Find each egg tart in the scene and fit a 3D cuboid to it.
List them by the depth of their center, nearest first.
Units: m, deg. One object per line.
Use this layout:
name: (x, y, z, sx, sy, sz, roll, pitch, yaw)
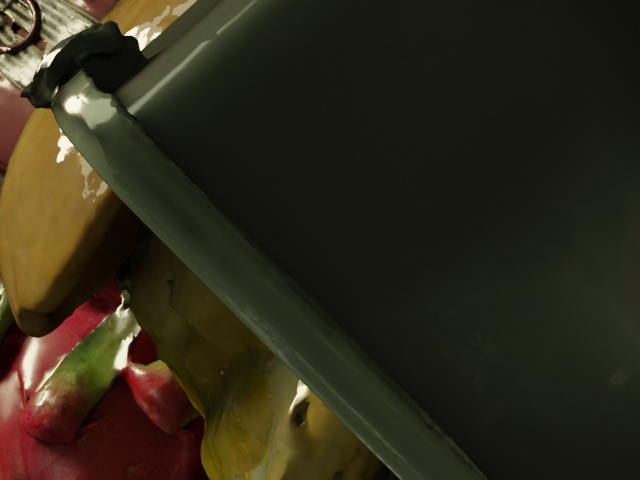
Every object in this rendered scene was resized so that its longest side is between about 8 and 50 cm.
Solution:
egg tart: (0.028, -0.025, 0.781, 0.345, 0.132, 0.345, -53, -2, -3)

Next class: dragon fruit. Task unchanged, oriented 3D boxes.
dragon fruit: (-0.114, 0.121, 1.023, 0.218, 0.198, 0.273, -22, 60, 53)

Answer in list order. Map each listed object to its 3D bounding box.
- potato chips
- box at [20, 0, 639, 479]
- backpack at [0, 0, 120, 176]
potato chips: (-0.067, -0.059, 0.745, 0.208, 0.062, 0.195, -56, -5, 24)
box: (0.045, -0.004, 0.537, 0.135, 0.243, 0.163, -45, 10, -2)
backpack: (-0.181, -0.136, 1.653, 0.283, 0.317, 0.197, -54, 10, 3)
